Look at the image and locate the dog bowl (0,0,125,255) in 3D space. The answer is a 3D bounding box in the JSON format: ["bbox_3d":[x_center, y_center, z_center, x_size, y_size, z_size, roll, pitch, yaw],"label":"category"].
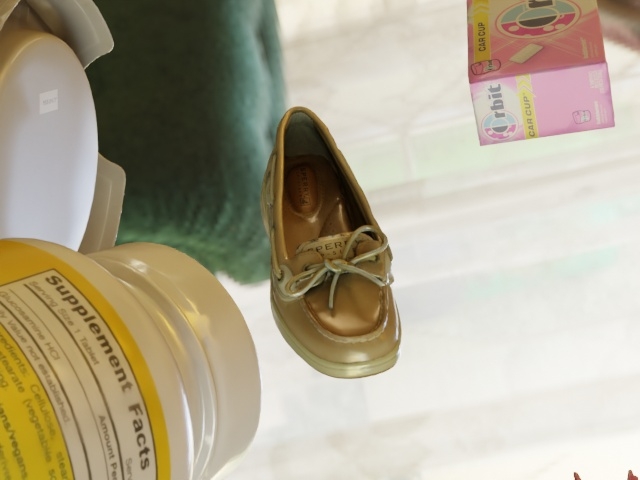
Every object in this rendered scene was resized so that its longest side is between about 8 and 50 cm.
[{"bbox_3d":[-0.295,-0.072,1.495,0.349,0.102,0.349,5,90,-75],"label":"dog bowl"}]

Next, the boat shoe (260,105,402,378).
[{"bbox_3d":[0.000,0.000,1.347,0.285,0.104,0.089,-113,-163,-47],"label":"boat shoe"}]

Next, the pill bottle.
[{"bbox_3d":[-0.183,0.104,0.739,0.334,0.188,0.188,-20,98,-52],"label":"pill bottle"}]

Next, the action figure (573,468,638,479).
[{"bbox_3d":[0.287,0.350,1.365,0.248,0.275,0.370,25,-52,51],"label":"action figure"}]

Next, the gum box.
[{"bbox_3d":[0.177,-0.158,1.295,0.188,0.107,0.062,-83,163,-55],"label":"gum box"}]
